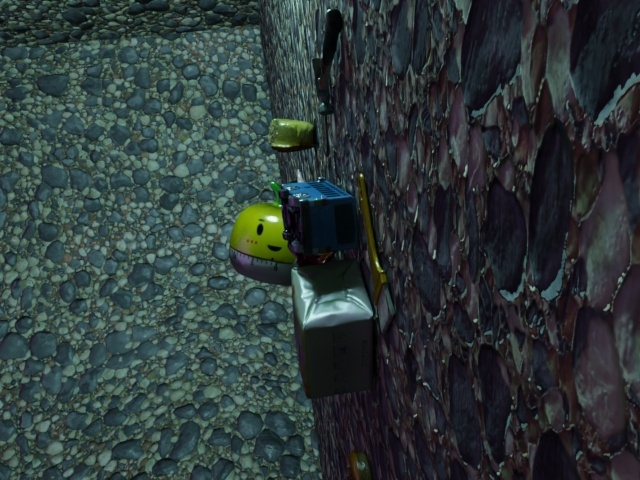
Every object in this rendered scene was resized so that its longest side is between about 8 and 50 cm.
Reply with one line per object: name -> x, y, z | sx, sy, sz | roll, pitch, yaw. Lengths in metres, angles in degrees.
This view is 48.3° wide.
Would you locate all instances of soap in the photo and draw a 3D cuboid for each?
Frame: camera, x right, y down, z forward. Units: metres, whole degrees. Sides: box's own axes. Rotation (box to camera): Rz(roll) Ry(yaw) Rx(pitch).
soap -> 0.022, 0.166, 1.354 | 0.182, 0.138, 0.200 | -106, 11, -52

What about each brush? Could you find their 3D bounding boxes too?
brush -> 0.086, 0.010, 1.162 | 0.103, 0.013, 0.272 | 96, 167, -65

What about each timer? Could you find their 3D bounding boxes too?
timer -> -0.105, -0.033, 1.907 | 0.285, 0.285, 0.285 | 173, 90, -84

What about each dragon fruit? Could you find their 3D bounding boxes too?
dragon fruit -> 0.000, 0.001, 1.618 | 0.161, 0.127, 0.121 | 55, 165, 28

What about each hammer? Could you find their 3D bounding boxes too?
hammer -> 0.014, -0.345, 1.356 | 0.288, 0.033, 0.111 | 108, 154, -76

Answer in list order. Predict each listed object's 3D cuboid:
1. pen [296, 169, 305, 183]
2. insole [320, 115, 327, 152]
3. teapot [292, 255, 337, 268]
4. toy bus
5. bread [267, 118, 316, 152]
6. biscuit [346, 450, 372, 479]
pen -> -0.057, -0.140, 2.336 | 0.053, 0.032, 0.197 | 107, 153, -78
insole -> 0.007, -0.291, 1.624 | 0.065, 0.006, 0.194 | -106, 10, -57
teapot -> -0.008, 0.065, 1.703 | 0.149, 0.111, 0.108 | -98, 14, -46
toy bus -> -0.008, -0.051, 1.416 | 0.234, 0.133, 0.116 | -134, 37, -72
bread -> -0.073, -0.275, 1.882 | 0.156, 0.125, 0.086 | -125, 37, -74
biscuit -> 0.089, 0.567, 1.611 | 0.170, 0.050, 0.170 | 172, 90, -85
